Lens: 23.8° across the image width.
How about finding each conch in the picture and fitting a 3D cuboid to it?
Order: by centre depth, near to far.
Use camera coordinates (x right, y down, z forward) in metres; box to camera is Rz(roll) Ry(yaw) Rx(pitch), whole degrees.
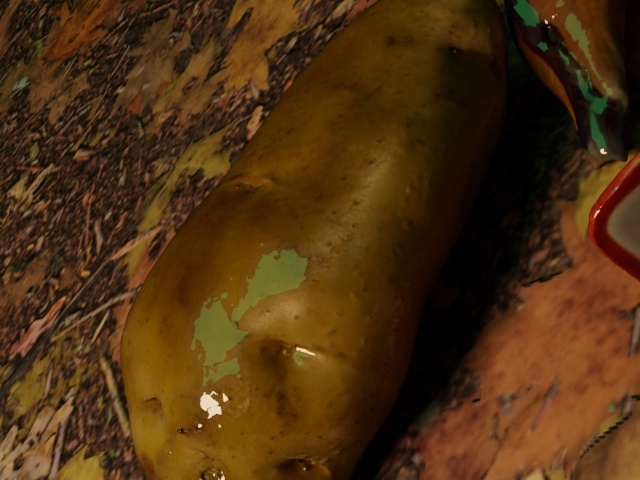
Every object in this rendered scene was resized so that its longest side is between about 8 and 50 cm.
[{"bbox_3d":[0.153,-0.148,0.939,0.086,0.080,0.232,-28,39,52],"label":"conch"}]

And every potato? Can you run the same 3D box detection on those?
[{"bbox_3d":[0.000,0.000,0.936,0.369,0.176,0.195,-62,-10,-12],"label":"potato"}]

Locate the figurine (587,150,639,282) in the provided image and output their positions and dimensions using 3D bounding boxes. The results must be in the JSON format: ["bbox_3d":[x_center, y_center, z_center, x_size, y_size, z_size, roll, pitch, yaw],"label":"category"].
[{"bbox_3d":[0.248,0.030,0.567,0.183,0.160,0.226,-46,38,17],"label":"figurine"}]
